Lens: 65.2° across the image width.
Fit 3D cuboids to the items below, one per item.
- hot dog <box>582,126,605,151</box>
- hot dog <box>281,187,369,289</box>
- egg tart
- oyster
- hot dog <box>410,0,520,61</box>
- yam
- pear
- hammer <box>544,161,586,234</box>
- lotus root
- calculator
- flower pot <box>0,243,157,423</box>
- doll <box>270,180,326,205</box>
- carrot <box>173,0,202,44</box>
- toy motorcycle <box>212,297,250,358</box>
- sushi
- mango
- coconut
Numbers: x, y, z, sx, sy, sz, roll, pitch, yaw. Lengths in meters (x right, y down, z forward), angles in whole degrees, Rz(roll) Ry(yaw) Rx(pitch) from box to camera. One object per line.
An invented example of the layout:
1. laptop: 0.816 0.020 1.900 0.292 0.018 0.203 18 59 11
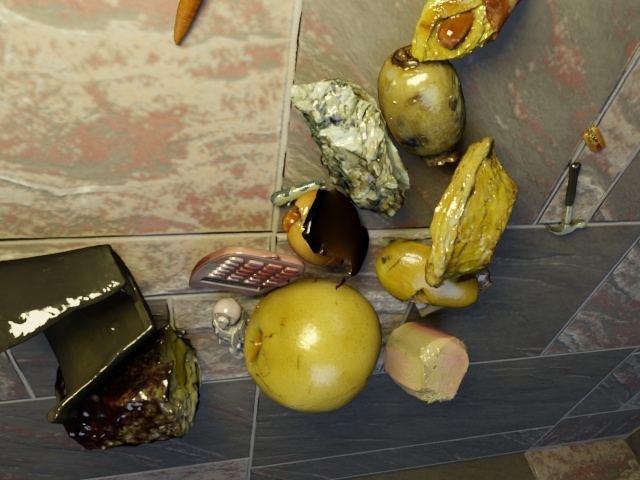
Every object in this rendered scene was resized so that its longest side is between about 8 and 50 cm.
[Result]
1. hot dog: 0.630 -0.230 1.146 0.037 0.021 0.083 -40 133 24
2. hot dog: 0.001 -0.006 1.105 0.107 0.193 0.326 8 154 25
3. egg tart: 0.321 -0.046 1.050 0.132 0.341 0.341 22 139 17
4. oyster: 0.053 -0.177 0.935 0.163 0.158 0.351 -14 141 27
5. hot dog: 0.246 -0.378 0.771 0.123 0.093 0.261 31 96 -24
6. yam: 0.346 0.114 1.360 0.239 0.127 0.129 -26 180 12
7. pear: -0.019 0.260 1.263 0.349 0.348 0.348 -8 137 -7
8. hammer: 0.633 -0.102 1.280 0.103 0.029 0.246 -20 136 5
9. lotus root: 0.194 -0.231 0.932 0.154 0.154 0.278 -24 138 10
10. calculator: -0.170 0.069 1.144 0.220 0.048 0.330 15 158 -27
11. flower pot: -0.513 0.149 1.056 0.251 0.379 0.379 -30 140 -14
12. doll: -0.049 -0.104 1.089 0.125 0.027 0.037 -17 137 3
13. carrot: -0.188 -0.384 0.747 0.048 0.048 0.216 10 137 -24
14. toy motorcycle: -0.246 0.242 1.365 0.113 0.112 0.254 -12 139 -2
15. sushi: -0.476 0.380 1.296 0.295 0.281 0.299 -11 144 1
16. mango: 0.267 0.087 1.250 0.262 0.130 0.167 14 107 10
17. coconut: 0.313 0.371 1.550 0.233 0.245 0.232 -3 97 -28
